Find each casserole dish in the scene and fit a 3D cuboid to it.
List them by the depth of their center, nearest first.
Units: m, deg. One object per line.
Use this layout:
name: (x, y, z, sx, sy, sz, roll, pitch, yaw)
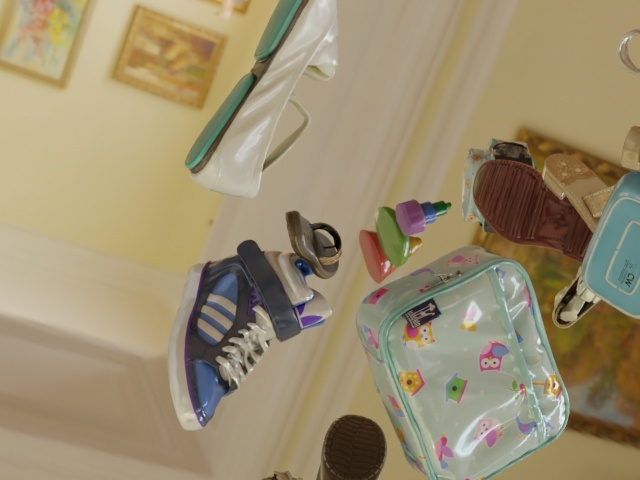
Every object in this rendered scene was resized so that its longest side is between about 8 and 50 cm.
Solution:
casserole dish: (0.345, 0.012, 1.244, 0.114, 0.188, 0.037, 34, -134, 24)

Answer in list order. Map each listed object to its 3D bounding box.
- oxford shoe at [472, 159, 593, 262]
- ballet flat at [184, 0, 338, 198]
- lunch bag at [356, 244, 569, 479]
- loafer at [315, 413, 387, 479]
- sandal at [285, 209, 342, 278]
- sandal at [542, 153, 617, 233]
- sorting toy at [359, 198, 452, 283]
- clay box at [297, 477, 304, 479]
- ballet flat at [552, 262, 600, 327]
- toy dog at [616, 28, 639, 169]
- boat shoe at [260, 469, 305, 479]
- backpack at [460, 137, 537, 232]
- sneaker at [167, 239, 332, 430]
oxford shoe: (0.387, -0.038, 1.841, 0.130, 0.123, 0.348, 5, -160, -39)
ballet flat: (-0.055, -0.239, 1.705, 0.139, 0.400, 0.139, 29, 176, 2)
lunch bag: (0.182, 0.153, 1.414, 0.224, 0.279, 0.108, -24, -161, -12)
loafer: (0.035, 0.372, 1.678, 0.102, 0.092, 0.268, 17, -138, -2)
sandal: (0.000, 0.000, 1.819, 0.219, 0.060, 0.090, 49, -157, -64)
sandal: (0.384, -0.061, 1.505, 0.088, 0.079, 0.240, -22, -133, -26)
sorting toy: (0.184, -0.015, 2.338, 0.126, 0.127, 0.365, -16, 168, -16)
clay box: (-0.068, 0.577, 2.244, 0.127, 0.222, 0.053, -26, -158, -30)
ballet flat: (0.353, 0.070, 1.509, 0.057, 0.052, 0.168, 28, 150, 5)
toy dog: (0.655, -0.254, 2.101, 0.220, 0.333, 0.161, -3, -179, 20)
boat shoe: (-0.052, 0.350, 1.458, 0.302, 0.098, 0.109, -11, -155, 38)
backpack: (0.340, -0.110, 2.176, 0.144, 0.166, 0.188, 7, -158, 12)
sneaker: (-0.103, 0.145, 1.811, 0.236, 0.130, 0.323, -7, -133, 11)
